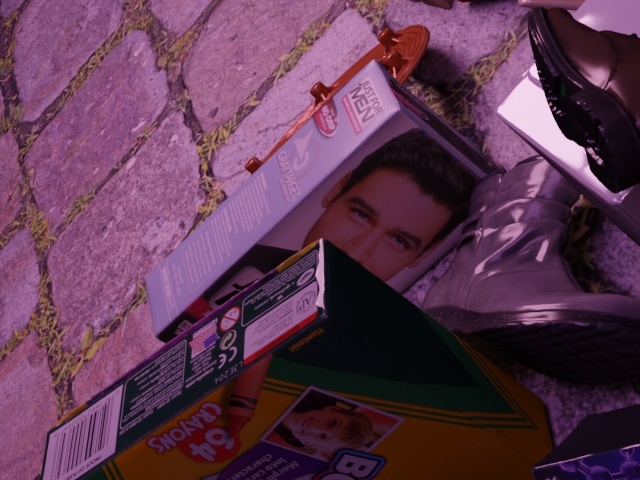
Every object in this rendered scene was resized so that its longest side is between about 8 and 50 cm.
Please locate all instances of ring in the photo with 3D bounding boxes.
[{"bbox_3d":[0.004,-0.151,1.699,0.336,0.032,0.336,-44,14,14],"label":"ring"}]

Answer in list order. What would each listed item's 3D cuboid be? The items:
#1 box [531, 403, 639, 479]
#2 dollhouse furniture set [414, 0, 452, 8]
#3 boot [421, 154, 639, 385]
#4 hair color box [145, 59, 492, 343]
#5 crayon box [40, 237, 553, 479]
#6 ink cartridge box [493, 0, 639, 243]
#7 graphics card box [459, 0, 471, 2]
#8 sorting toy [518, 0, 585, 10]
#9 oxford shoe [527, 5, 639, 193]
[{"bbox_3d":[0.284,0.233,0.913,0.184,0.261,0.103,-22,3,42],"label":"box"},{"bbox_3d":[0.129,-0.406,1.788,0.151,0.123,0.144,-57,34,-4],"label":"dollhouse furniture set"},{"bbox_3d":[0.212,0.012,1.298,0.338,0.118,0.223,-4,57,57],"label":"boot"},{"bbox_3d":[0.000,0.000,1.532,0.374,0.185,0.113,-43,35,17],"label":"hair color box"},{"bbox_3d":[-0.021,0.199,1.266,0.363,0.313,0.106,-35,35,27],"label":"crayon box"},{"bbox_3d":[0.324,-0.074,1.120,0.197,0.270,0.198,-50,34,7],"label":"ink cartridge box"},{"bbox_3d":[0.290,-0.472,1.674,0.233,0.094,0.371,1,63,50],"label":"graphics card box"},{"bbox_3d":[0.322,-0.323,1.478,0.193,0.038,0.208,6,64,15],"label":"sorting toy"},{"bbox_3d":[0.214,-0.114,0.994,0.096,0.083,0.227,-23,36,1],"label":"oxford shoe"}]
